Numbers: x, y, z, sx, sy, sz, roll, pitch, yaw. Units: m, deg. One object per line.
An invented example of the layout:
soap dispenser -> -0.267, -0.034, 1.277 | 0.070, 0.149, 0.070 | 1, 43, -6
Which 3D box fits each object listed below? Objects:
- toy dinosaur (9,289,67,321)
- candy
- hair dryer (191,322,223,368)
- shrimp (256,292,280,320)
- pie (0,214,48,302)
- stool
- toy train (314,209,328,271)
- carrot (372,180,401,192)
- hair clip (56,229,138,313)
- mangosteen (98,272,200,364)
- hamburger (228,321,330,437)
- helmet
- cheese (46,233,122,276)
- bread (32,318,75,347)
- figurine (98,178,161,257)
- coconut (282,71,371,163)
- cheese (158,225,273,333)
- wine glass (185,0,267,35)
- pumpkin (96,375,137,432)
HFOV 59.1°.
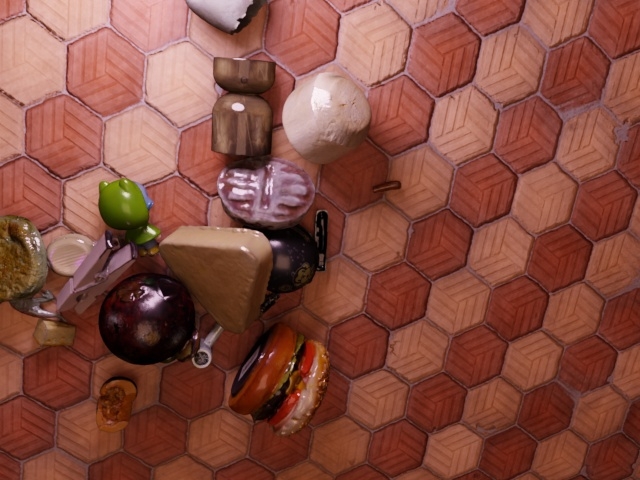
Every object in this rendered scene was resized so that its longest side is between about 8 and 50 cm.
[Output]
toy dinosaur -> -0.922, 0.206, 1.781 | 0.167, 0.053, 0.242 | -44, 106, 8
candy -> -0.165, -0.141, 1.704 | 0.289, 0.157, 0.215 | 7, 73, -7
hair dryer -> -0.338, 0.305, 1.855 | 0.073, 0.131, 0.236 | 40, 84, -13
shrimp -> -0.200, 0.203, 1.877 | 0.161, 0.034, 0.091 | -39, 106, 6
pie -> -0.947, 0.061, 1.702 | 0.276, 0.078, 0.277 | 0, 90, 11
stool -> -0.224, -0.385, 1.632 | 0.179, 0.179, 0.265 | 3, 106, -8
toy train -> 0.000, 0.000, 1.837 | 0.043, 0.047, 0.208 | 1, 105, -8
carrot -> 0.215, -0.173, 1.823 | 0.093, 0.032, 0.032 | -12, 107, 2
hair clip -> -0.683, 0.105, 1.712 | 0.330, 0.085, 0.101 | -41, 144, 26
mangosteen -> -0.518, 0.243, 1.727 | 0.310, 0.311, 0.312 | -2, 106, -6
hamburger -> -0.119, 0.444, 1.809 | 0.250, 0.330, 0.330 | 34, 99, -9
helmet -> -0.139, 0.052, 1.765 | 0.278, 0.160, 0.231 | 35, 106, -7
cheese -> -0.729, 0.034, 1.749 | 0.227, 0.064, 0.137 | -16, 111, -1
bread -> -0.857, 0.293, 1.832 | 0.109, 0.080, 0.084 | 8, 108, -46
figurine -> -0.566, -0.068, 1.702 | 0.162, 0.143, 0.264 | 1, 124, 30
coconut -> 0.007, -0.348, 1.641 | 0.237, 0.265, 0.238 | 12, 69, -33
cheese -> -0.274, 0.087, 1.688 | 0.383, 0.104, 0.384 | 17, 130, 22
wine glass -> -0.294, -0.721, 1.500 | 0.323, 0.238, 0.238 | 40, 98, -10
pumpkin -> -0.677, 0.527, 1.875 | 0.118, 0.107, 0.184 | 18, 95, -19
